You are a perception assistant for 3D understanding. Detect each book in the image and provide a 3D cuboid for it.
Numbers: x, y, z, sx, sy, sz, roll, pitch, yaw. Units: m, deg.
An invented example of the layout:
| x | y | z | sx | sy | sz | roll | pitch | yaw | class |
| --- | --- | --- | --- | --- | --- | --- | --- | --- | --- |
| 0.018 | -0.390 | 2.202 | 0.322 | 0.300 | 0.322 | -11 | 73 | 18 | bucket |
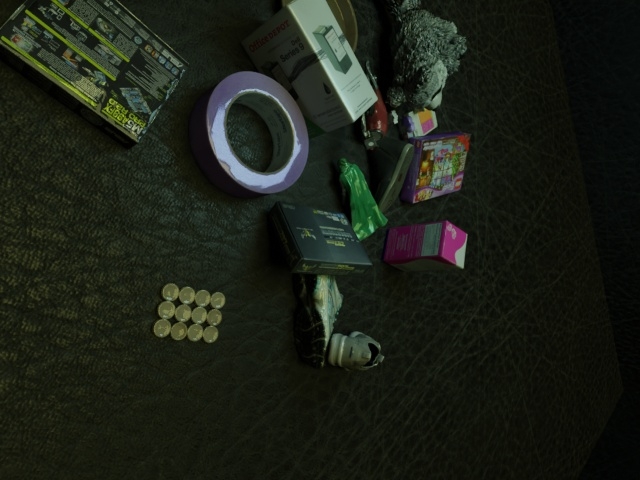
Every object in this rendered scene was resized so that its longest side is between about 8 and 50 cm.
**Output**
| x | y | z | sx | sy | sz | roll | pitch | yaw | class |
| --- | --- | --- | --- | --- | --- | --- | --- | --- | --- |
| 0.345 | -0.409 | 1.532 | 0.144 | 0.035 | 0.097 | -36 | 112 | -37 | book |

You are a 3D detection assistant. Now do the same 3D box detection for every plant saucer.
| x | y | z | sx | sy | sz | roll | pitch | yaw | class |
| --- | --- | --- | --- | --- | --- | --- | --- | --- | --- |
| -0.005 | -0.616 | 1.240 | 0.277 | 0.041 | 0.278 | 5 | 83 | -40 | plant saucer |

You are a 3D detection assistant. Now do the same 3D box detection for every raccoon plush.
| x | y | z | sx | sy | sz | roll | pitch | yaw | class |
| --- | --- | --- | --- | --- | --- | --- | --- | --- | --- |
| 0.232 | -0.586 | 1.358 | 0.446 | 0.216 | 0.299 | 46 | 49 | 6 | raccoon plush |

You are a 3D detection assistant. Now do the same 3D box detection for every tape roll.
| x | y | z | sx | sy | sz | roll | pitch | yaw | class |
| --- | --- | --- | --- | --- | --- | --- | --- | --- | --- |
| -0.159 | -0.239 | 1.038 | 0.274 | 0.090 | 0.275 | 5 | 83 | -40 | tape roll |

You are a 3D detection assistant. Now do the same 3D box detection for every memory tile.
| x | y | z | sx | sy | sz | roll | pitch | yaw | class |
| --- | --- | --- | --- | --- | --- | --- | --- | --- | --- |
| -0.276 | 0.156 | 0.950 | 0.147 | 0.012 | 0.114 | 19 | 74 | -39 | memory tile |

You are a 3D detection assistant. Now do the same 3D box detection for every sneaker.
| x | y | z | sx | sy | sz | roll | pitch | yaw | class |
| --- | --- | --- | --- | --- | --- | --- | --- | --- | --- |
| 0.011 | 0.179 | 1.137 | 0.122 | 0.110 | 0.284 | 4 | 84 | -44 | sneaker |
| 0.189 | -0.201 | 1.357 | 0.083 | 0.118 | 0.222 | 4 | 112 | -59 | sneaker |
| 0.111 | 0.300 | 1.160 | 0.281 | 0.115 | 0.105 | 25 | 76 | -67 | sneaker |

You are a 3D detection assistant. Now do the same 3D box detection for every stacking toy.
| x | y | z | sx | sy | sz | roll | pitch | yaw | class |
| --- | --- | --- | --- | --- | --- | --- | --- | --- | --- |
| 0.294 | -0.335 | 1.444 | 0.166 | 0.052 | 0.222 | -28 | 110 | -31 | stacking toy |

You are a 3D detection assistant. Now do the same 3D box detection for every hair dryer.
| x | y | z | sx | sy | sz | roll | pitch | yaw | class |
| --- | --- | --- | --- | --- | --- | --- | --- | --- | --- |
| 0.156 | -0.388 | 1.259 | 0.294 | 0.079 | 0.224 | -81 | 172 | -66 | hair dryer |

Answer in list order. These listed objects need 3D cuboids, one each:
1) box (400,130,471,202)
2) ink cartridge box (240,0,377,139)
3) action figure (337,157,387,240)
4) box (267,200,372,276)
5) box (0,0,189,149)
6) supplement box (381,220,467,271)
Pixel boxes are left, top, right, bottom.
| x | y | z | sx | sy | sz | roll | pitch | yaw | class |
| --- | --- | --- | --- | --- | --- | --- | --- | --- | --- |
| 0.386 | -0.248 | 1.487 | 0.293 | 0.057 | 0.201 | -18 | 122 | -41 | box |
| -0.029 | -0.413 | 1.088 | 0.121 | 0.211 | 0.289 | -48 | 115 | -31 | ink cartridge box |
| 0.102 | -0.127 | 1.272 | 0.137 | 0.063 | 0.233 | -37 | 114 | -35 | action figure |
| 0.000 | 0.000 | 1.113 | 0.232 | 0.059 | 0.184 | 7 | 45 | -39 | box |
| -0.416 | -0.342 | 0.843 | 0.270 | 0.060 | 0.217 | 37 | 64 | -32 | box |
| 0.306 | 0.022 | 1.332 | 0.111 | 0.219 | 0.114 | 26 | 70 | -37 | supplement box |
